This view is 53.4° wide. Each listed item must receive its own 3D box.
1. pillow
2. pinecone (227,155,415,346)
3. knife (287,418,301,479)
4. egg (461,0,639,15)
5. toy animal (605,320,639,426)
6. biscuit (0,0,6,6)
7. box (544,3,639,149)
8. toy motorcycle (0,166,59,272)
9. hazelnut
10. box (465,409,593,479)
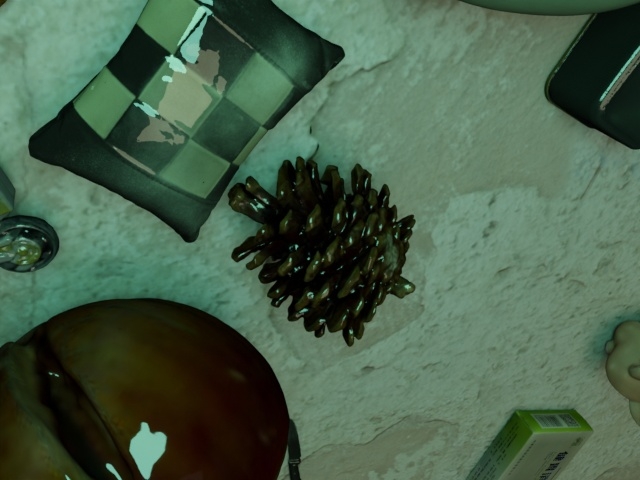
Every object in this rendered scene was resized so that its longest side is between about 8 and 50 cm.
[{"bbox_3d":[-0.115,-0.130,0.579,0.250,0.106,0.186,-49,129,8],"label":"pillow"},{"bbox_3d":[0.001,-0.002,0.685,0.168,0.186,0.212,-30,116,29],"label":"pinecone"},{"bbox_3d":[-0.043,0.345,1.028,0.023,0.010,0.170,-14,127,-15],"label":"knife"},{"bbox_3d":[0.191,-0.301,0.514,0.370,0.230,0.230,-9,127,-13],"label":"egg"},{"bbox_3d":[0.628,0.198,1.153,0.248,0.149,0.165,-32,117,-15],"label":"toy animal"},{"bbox_3d":[-0.306,-0.242,0.458,0.187,0.027,0.188,-13,128,-17],"label":"biscuit"},{"bbox_3d":[0.387,-0.219,0.759,0.144,0.090,0.201,19,114,-35],"label":"box"},{"bbox_3d":[-0.354,-0.030,0.565,0.152,0.073,0.225,-28,132,0],"label":"toy motorcycle"},{"bbox_3d":[-0.221,0.257,0.669,0.358,0.359,0.410,4,114,-27],"label":"hazelnut"},{"bbox_3d":[0.408,0.453,1.285,0.175,0.062,0.261,8,119,-30],"label":"box"}]
